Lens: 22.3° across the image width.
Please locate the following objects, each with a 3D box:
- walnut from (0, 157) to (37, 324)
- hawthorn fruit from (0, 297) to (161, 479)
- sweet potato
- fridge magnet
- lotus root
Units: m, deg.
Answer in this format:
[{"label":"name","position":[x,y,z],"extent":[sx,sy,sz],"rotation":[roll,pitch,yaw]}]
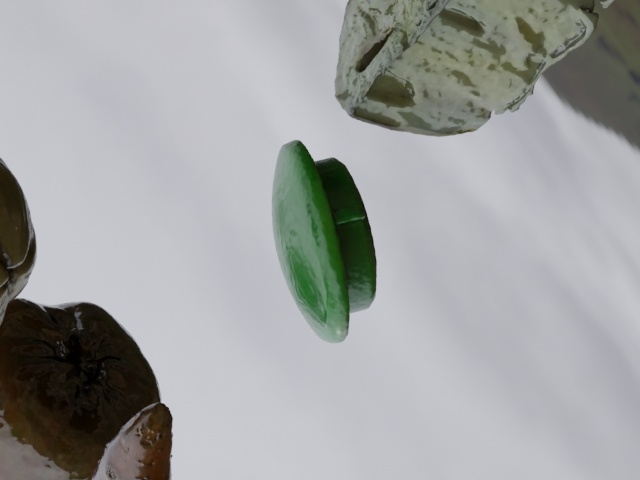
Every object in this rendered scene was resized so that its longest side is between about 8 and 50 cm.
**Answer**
[{"label":"walnut","position":[-0.385,-0.004,1.447],"extent":[0.283,0.283,0.227],"rotation":[50,-132,-16]},{"label":"hawthorn fruit","position":[-0.344,0.216,1.885],"extent":[0.267,0.301,0.268],"rotation":[28,-150,-18]},{"label":"sweet potato","position":[-0.184,0.274,1.510],"extent":[0.112,0.359,0.112],"rotation":[9,-123,-14]},{"label":"fridge magnet","position":[0.000,0.000,1.627],"extent":[0.208,0.088,0.208],"rotation":[167,90,-80]},{"label":"lotus root","position":[0.114,-0.185,1.221],"extent":[0.119,0.235,0.138],"rotation":[17,-134,-35]}]
